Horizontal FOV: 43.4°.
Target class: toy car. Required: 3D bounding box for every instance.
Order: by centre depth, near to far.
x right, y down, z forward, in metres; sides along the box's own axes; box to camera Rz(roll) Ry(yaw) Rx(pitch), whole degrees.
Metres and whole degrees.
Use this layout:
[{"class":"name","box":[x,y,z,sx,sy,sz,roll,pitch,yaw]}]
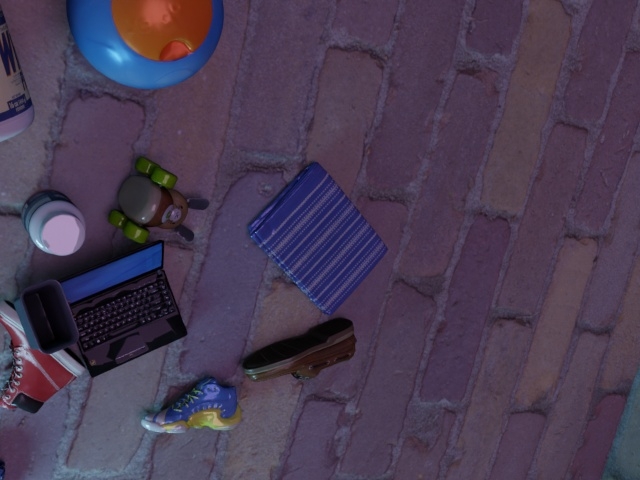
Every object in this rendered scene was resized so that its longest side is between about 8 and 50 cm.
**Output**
[{"class":"toy car","box":[-0.324,-0.064,1.712,0.188,0.149,0.155,25,94,-43]}]

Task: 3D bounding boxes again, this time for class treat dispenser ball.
[{"class":"treat dispenser ball","box":[-0.326,-0.430,1.506,0.288,0.288,0.288,-8,108,-26]}]

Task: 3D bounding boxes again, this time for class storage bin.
[{"class":"storage bin","box":[-0.542,0.151,1.584,0.098,0.091,0.135,-23,96,-40]}]

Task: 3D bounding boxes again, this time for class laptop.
[{"class":"laptop","box":[-0.414,0.148,1.716,0.234,0.136,0.264,-23,108,-20]}]

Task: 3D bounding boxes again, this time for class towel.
[{"class":"towel","box":[0.000,0.000,1.964,0.243,0.040,0.336,-47,123,-10]}]

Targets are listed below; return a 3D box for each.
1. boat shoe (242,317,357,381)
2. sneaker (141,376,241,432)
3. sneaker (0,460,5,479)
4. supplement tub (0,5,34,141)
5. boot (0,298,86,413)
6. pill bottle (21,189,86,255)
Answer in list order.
[{"class":"boat shoe","box":[-0.041,0.295,1.978,0.307,0.110,0.104,-18,111,-23]},{"class":"sneaker","box":[-0.301,0.383,1.892,0.240,0.091,0.126,4,84,-29]},{"class":"sneaker","box":[-0.698,0.507,1.719,0.059,0.053,0.144,-18,113,-25]},{"class":"supplement tub","box":[-0.652,-0.329,1.383,0.235,0.235,0.325,-21,117,-22]},{"class":"boot","box":[-0.629,0.250,1.664,0.176,0.088,0.244,-41,123,-10]},{"class":"pill bottle","box":[-0.520,-0.032,1.581,0.108,0.180,0.108,-9,109,-26]}]
